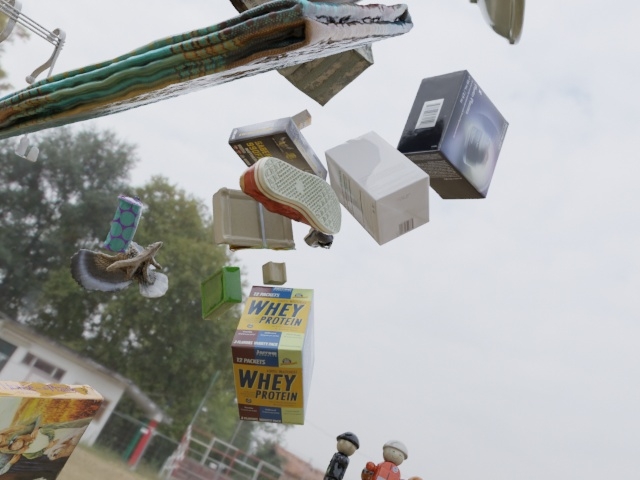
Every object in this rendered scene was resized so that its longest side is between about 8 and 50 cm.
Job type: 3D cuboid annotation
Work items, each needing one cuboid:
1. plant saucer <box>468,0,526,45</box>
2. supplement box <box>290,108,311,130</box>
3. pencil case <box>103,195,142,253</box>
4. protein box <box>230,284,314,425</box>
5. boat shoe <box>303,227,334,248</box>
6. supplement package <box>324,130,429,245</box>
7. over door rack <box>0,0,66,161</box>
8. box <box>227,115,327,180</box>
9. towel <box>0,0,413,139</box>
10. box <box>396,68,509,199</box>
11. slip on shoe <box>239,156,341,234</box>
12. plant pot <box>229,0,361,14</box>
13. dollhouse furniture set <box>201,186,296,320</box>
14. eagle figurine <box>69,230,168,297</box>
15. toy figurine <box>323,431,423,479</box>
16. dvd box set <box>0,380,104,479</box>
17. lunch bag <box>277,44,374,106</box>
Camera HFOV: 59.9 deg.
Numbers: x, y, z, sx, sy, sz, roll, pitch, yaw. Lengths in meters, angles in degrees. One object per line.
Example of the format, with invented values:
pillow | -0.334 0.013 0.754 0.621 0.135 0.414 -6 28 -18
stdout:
plant saucer | 0.338 -0.591 1.106 0.100 0.400 0.400 -5 -34 16
supplement box | -0.080 -0.394 1.865 0.036 0.098 0.062 59 -8 11
pencil case | -0.517 -0.042 1.453 0.070 0.151 0.064 27 13 18
protein box | -0.089 0.232 1.148 0.136 0.200 0.201 3 -59 5
boat shoe | 0.000 0.000 1.575 0.065 0.075 0.206 63 -12 10
supplement package | 0.164 -0.160 1.625 0.293 0.177 0.175 52 -19 43
over door rack | -0.686 -0.355 1.149 0.108 0.324 0.239 -1 -16 30
box | -0.111 -0.223 1.505 0.183 0.056 0.231 -4 -34 27
towel | -0.126 -0.150 0.490 0.370 0.271 0.040 -7 -72 25
box | 0.428 -0.327 1.772 0.183 0.296 0.294 4 -23 47
slip on shoe | -0.058 -0.098 1.303 0.101 0.123 0.331 -8 -21 37
plant pot | -0.005 -0.350 0.640 0.215 0.230 0.215 34 -21 15
dollhouse furniture set | -0.180 0.034 1.377 0.197 0.301 0.151 5 -23 -30
eagle figurine | -0.619 0.061 1.757 0.298 0.225 0.226 -9 -24 44
toy figurine | 0.129 0.558 1.292 0.213 0.148 0.209 -9 -53 38
dvd box set | -0.603 0.389 0.965 0.062 0.307 0.420 27 -8 21
lunch bag | -0.018 -0.576 1.646 0.287 0.169 0.235 30 -45 -33
